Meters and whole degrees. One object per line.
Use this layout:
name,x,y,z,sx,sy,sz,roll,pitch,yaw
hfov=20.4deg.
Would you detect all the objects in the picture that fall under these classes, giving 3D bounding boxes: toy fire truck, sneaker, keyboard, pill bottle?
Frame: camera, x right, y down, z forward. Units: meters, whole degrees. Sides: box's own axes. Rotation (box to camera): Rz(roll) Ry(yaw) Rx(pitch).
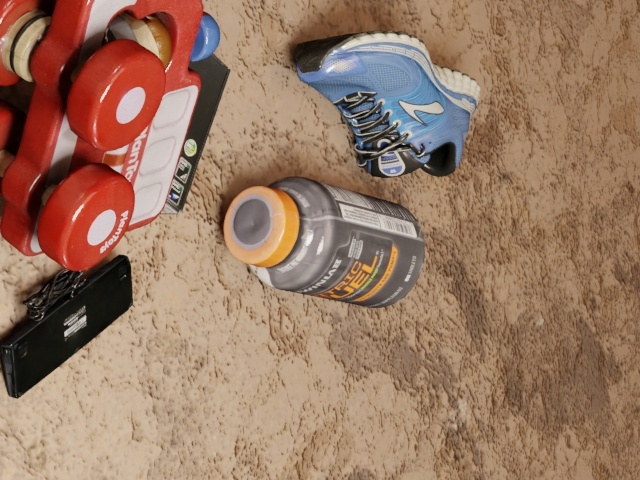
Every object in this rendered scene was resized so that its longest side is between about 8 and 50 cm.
toy fire truck,-0.202,-0.127,1.664,0.254,0.169,0.302,-24,139,-54
sneaker,0.087,-0.156,2.137,0.330,0.130,0.147,20,70,-50
keyboard,-0.258,0.069,1.772,0.192,0.038,0.100,-41,143,-46
pill bottle,0.000,0.000,2.017,0.246,0.130,0.130,13,78,-51

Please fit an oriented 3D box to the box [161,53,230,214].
box,-0.187,-0.150,1.852,0.191,0.045,0.184,41,60,-44
